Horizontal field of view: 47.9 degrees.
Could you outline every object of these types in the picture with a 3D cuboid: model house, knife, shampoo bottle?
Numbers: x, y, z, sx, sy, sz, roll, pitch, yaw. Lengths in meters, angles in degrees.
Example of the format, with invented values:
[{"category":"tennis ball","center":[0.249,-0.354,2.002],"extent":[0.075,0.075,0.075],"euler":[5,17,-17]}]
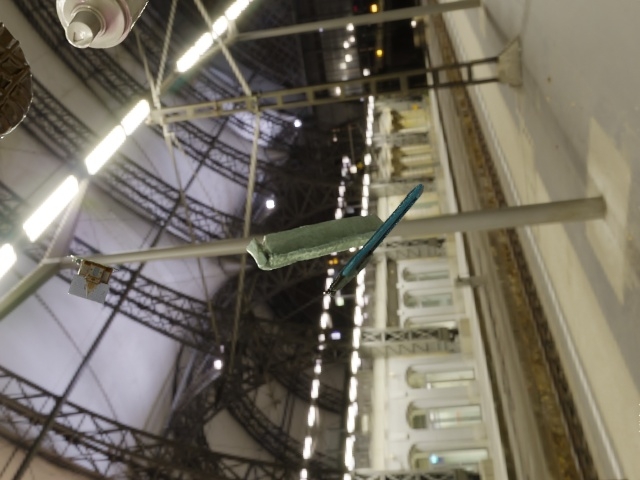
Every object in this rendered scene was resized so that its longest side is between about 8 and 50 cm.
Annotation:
[{"category":"model house","center":[-0.548,0.092,1.694],"extent":[0.167,0.117,0.088],"euler":[-3,68,66]},{"category":"knife","center":[0.107,-0.001,1.364],"extent":[0.296,0.026,0.044],"euler":[-48,-29,-14]},{"category":"shampoo bottle","center":[-0.253,-0.323,0.897],"extent":[0.303,0.092,0.092],"euler":[-86,-13,-48]}]

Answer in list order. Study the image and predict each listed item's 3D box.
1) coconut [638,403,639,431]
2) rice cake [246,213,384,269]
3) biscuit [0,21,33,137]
[{"category":"coconut","center":[0.645,0.308,1.188],"extent":[0.194,0.194,0.195],"euler":[-6,-90,-82]},{"category":"rice cake","center":[0.000,0.000,1.538],"extent":[0.066,0.336,0.063],"euler":[54,138,33]},{"category":"biscuit","center":[-0.756,-0.359,1.510],"extent":[0.332,0.103,0.332],"euler":[31,-129,-48]}]
